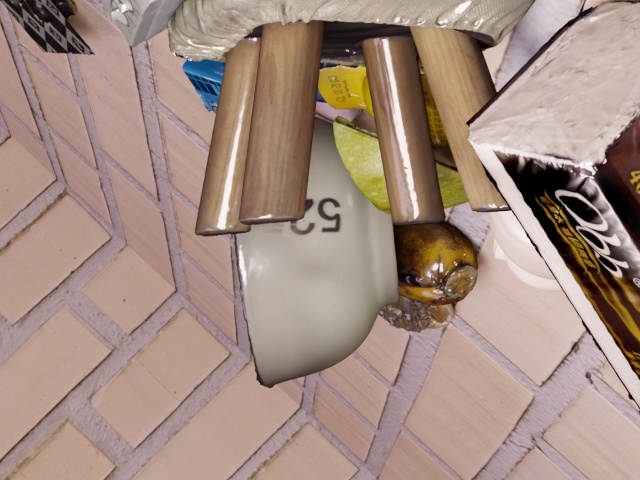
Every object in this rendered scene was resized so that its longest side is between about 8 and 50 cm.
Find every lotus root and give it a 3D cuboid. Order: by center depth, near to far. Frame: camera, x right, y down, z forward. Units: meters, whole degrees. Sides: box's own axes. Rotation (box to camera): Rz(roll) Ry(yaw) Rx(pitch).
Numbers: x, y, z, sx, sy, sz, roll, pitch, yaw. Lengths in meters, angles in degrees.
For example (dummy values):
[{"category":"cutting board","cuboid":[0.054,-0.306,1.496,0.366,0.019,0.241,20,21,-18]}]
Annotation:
[{"category":"lotus root","cuboid":[0.135,0.023,1.875,0.209,0.120,0.120,23,153,51]}]

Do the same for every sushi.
[{"category":"sushi","cuboid":[-0.504,-0.447,2.403,0.294,0.059,0.292,52,163,-22]}]

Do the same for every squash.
[{"category":"squash","cuboid":[0.112,-0.062,1.624,0.184,0.085,0.192,27,-173,41]}]

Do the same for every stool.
[{"category":"stool","cuboid":[0.028,-0.126,1.316,0.310,0.310,0.226,168,97,-73]}]

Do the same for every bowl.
[{"category":"bowl","cuboid":[0.000,0.000,1.750,0.354,0.185,0.354,-5,-90,-87]}]

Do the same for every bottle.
[{"category":"bottle","cuboid":[0.245,-0.019,1.454,0.147,0.147,0.236,41,171,15]}]

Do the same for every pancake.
[{"category":"pancake","cuboid":[0.096,0.042,2.129,0.282,0.049,0.282,41,162,16]}]

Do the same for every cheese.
[{"category":"cheese","cuboid":[0.073,-0.163,1.577,0.250,0.064,0.156,16,154,24]}]

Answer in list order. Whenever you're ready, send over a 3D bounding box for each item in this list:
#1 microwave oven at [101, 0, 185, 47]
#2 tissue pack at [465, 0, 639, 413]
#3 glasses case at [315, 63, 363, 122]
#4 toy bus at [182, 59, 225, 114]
[{"category":"microwave oven","cuboid":[-0.171,-0.375,1.362,0.295,0.237,0.181,57,164,0]},{"category":"tissue pack","cuboid":[0.311,-0.003,1.200,0.198,0.210,0.370,12,144,56]},{"category":"glasses case","cuboid":[-0.014,-0.245,1.646,0.113,0.075,0.297,33,159,29]},{"category":"toy bus","cuboid":[-0.101,-0.217,1.910,0.184,0.090,0.106,24,151,53]}]
